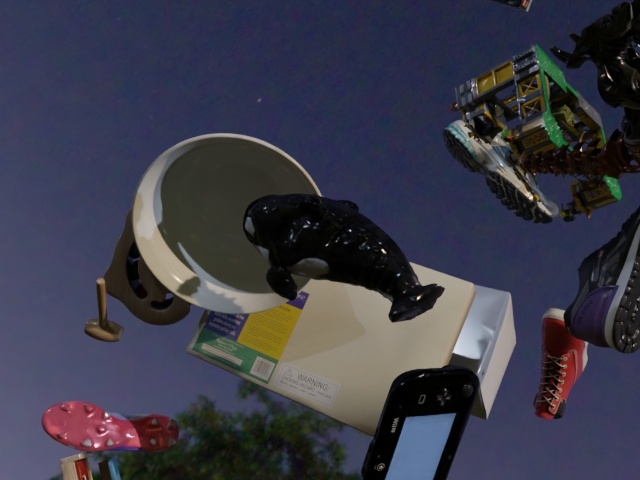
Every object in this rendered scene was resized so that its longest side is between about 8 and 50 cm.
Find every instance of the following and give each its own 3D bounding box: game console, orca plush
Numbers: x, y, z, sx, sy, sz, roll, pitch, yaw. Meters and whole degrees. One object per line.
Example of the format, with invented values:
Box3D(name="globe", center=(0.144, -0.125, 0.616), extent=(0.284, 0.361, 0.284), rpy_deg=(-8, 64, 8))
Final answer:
Box3D(name="game console", center=(0.058, 0.286, 0.740), extent=(0.044, 0.213, 0.362), rpy_deg=(33, -65, 45))
Box3D(name="orca plush", center=(0.000, 0.000, 0.853), extent=(0.287, 0.151, 0.102), rpy_deg=(44, -13, 43))

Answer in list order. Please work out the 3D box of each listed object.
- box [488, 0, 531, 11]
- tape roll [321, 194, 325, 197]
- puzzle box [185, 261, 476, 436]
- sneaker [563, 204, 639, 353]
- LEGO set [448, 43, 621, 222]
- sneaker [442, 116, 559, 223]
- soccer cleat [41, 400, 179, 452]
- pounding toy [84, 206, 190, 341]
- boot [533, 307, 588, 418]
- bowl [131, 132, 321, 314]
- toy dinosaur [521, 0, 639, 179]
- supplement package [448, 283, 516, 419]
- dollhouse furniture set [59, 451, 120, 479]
Box3D(name="box", center=(0.283, -0.411, 1.071), extent=(0.094, 0.027, 0.137), rpy_deg=(32, -71, 39))
Box3D(name="tape roll", center=(-0.055, 0.008, 1.439), extent=(0.072, 0.219, 0.219), rpy_deg=(49, -48, 3))
Box3D(name="puzzle box", center=(0.010, 0.131, 1.187), extent=(0.408, 0.272, 0.052), rpy_deg=(19, -14, 24))
Box3D(name="sneaker", center=(0.454, 0.023, 1.120), extent=(0.107, 0.283, 0.124), rpy_deg=(35, -13, -30))
Box3D(name="LEGO set", center=(0.368, -0.167, 1.308), extent=(0.192, 0.255, 0.331), rpy_deg=(-24, -29, 37))
Box3D(name="sneaker", center=(0.376, -0.157, 1.456), extent=(0.283, 0.122, 0.110), rpy_deg=(48, -6, 17))
Box3D(name="soccer cleat", center=(-0.373, 0.338, 1.311), extent=(0.248, 0.083, 0.095), rpy_deg=(13, -27, -30))
Box3D(name="pounding toy", center=(-0.279, 0.063, 1.230), extent=(0.154, 0.155, 0.270), rpy_deg=(21, -81, -8))
Box3D(name="boot", center=(0.476, 0.262, 1.499), extent=(0.088, 0.176, 0.244), rpy_deg=(15, -30, 35))
Box3D(name="bowl", center=(-0.131, -0.044, 1.148), extent=(0.297, 0.134, 0.298), rpy_deg=(2, -63, 3))
Box3D(name="toy dinosaur", center=(0.359, -0.147, 0.776), extent=(0.321, 0.164, 0.218), rpy_deg=(-29, -84, 19))
Box3D(name="supplement package", center=(0.190, 0.178, 1.367), extent=(0.292, 0.178, 0.175), rpy_deg=(14, -33, 28))
Box3D(name="dollhouse furniture set", center=(-0.348, 0.435, 1.224), extent=(0.129, 0.129, 0.184), rpy_deg=(-16, -101, -5))
